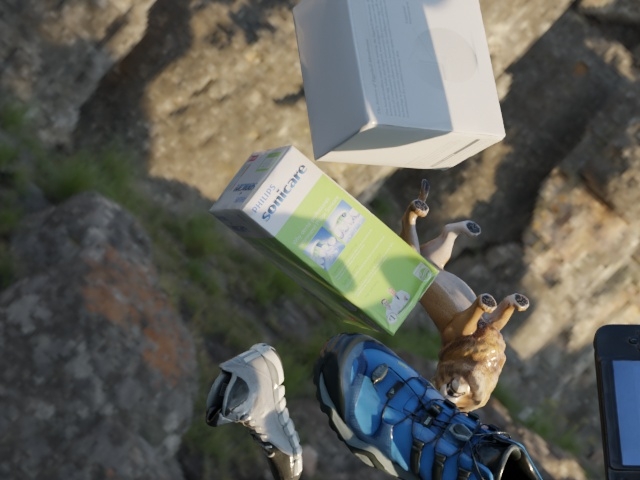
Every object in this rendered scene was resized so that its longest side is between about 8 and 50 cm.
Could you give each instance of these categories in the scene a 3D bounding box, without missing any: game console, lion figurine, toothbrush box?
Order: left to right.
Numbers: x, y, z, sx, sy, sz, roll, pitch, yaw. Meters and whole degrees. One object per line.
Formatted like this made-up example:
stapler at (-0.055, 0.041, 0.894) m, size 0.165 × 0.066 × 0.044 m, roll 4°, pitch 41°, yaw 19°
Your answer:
toothbrush box at (0.000, 0.000, 1.616) m, size 0.283 × 0.122 × 0.206 m, roll 38°, pitch -10°, yaw -15°
lion figurine at (0.226, 0.107, 2.031) m, size 0.142 × 0.240 × 0.392 m, roll -6°, pitch 57°, yaw -32°
game console at (0.511, 0.204, 1.501) m, size 0.173 × 0.250 × 0.293 m, roll 82°, pitch 10°, yaw -53°

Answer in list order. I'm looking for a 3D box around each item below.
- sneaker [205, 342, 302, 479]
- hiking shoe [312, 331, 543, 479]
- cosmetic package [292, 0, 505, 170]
sneaker at (-0.112, 0.280, 1.701) m, size 0.086 × 0.132 × 0.229 m, roll -2°, pitch -77°, yaw 54°
hiking shoe at (0.127, 0.191, 1.062) m, size 0.304 × 0.132 × 0.113 m, roll 45°, pitch 51°, yaw -8°
cosmetic package at (0.100, -0.223, 1.491) m, size 0.224 × 0.138 × 0.224 m, roll 3°, pitch 71°, yaw -34°
